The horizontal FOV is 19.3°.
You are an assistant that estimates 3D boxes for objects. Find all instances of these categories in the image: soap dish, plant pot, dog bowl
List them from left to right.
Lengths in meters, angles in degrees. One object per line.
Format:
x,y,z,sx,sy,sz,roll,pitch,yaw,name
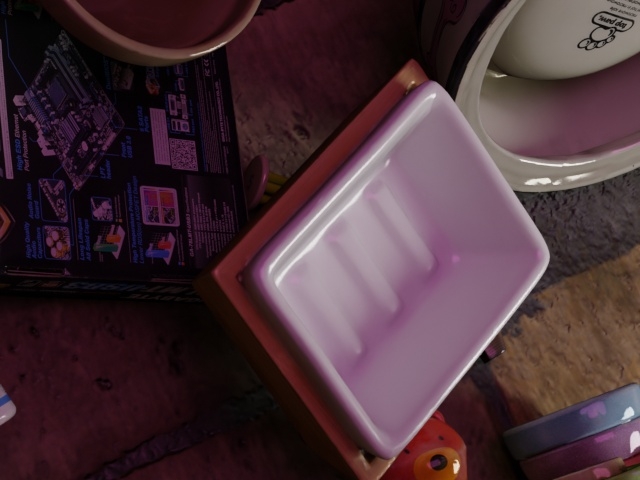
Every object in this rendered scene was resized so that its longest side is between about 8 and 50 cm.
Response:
-0.165,-0.242,1.486,0.237,0.110,0.237,13,68,-37,plant pot
0.043,0.026,1.562,0.291,0.118,0.229,-48,113,-33,soap dish
0.264,-0.232,1.696,0.408,0.408,0.150,-10,54,-30,dog bowl

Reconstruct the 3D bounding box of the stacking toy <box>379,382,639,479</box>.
0.198,0.170,1.573,0.309,0.279,0.130,-15,82,-36,stacking toy

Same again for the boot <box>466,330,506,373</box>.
0.112,0.083,1.698,0.118,0.042,0.087,-28,81,-34,boot

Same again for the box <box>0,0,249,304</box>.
-0.202,-0.100,1.527,0.293,0.073,0.295,3,73,-38,box

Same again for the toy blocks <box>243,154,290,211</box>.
0.000,0.000,1.655,0.148,0.054,0.123,17,66,-22,toy blocks

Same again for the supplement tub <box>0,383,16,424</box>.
-0.282,0.103,1.395,0.071,0.071,0.107,-35,91,-33,supplement tub
